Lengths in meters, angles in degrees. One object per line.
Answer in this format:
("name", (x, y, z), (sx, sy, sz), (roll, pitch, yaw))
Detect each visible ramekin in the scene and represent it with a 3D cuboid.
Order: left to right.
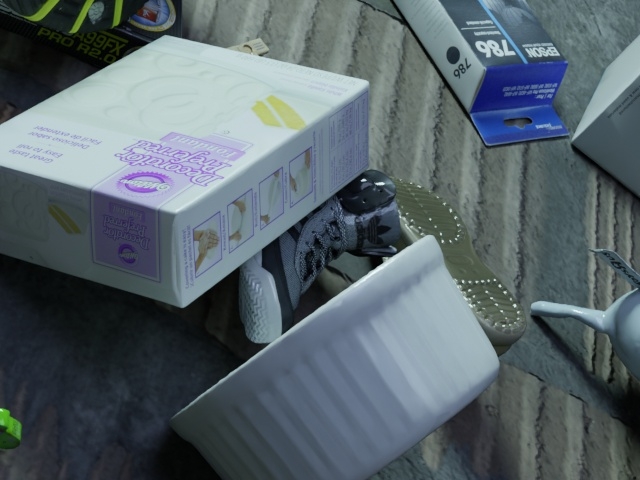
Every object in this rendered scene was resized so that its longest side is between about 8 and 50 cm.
("ramekin", (0.020, 0.128, 1.555), (0.135, 0.277, 0.277), (54, 40, 4))

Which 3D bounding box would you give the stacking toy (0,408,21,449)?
("stacking toy", (-0.329, 0.187, 1.385), (0.221, 0.052, 0.167), (19, 46, -28))

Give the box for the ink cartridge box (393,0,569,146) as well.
("ink cartridge box", (0.185, -0.268, 2.211), (0.165, 0.065, 0.333), (-11, 63, -45))

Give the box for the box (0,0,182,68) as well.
("box", (-0.250, -0.304, 1.887), (0.216, 0.060, 0.270), (20, 44, -24))

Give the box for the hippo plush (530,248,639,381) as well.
("hippo plush", (0.414, 0.138, 1.889), (0.294, 0.234, 0.237), (21, 43, -24))

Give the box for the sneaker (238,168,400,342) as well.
("sneaker", (0.000, 0.000, 1.717), (0.153, 0.101, 0.269), (0, 33, 0))

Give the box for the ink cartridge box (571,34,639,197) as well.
("ink cartridge box", (0.490, -0.142, 2.237), (0.270, 0.197, 0.198), (38, 40, -5))

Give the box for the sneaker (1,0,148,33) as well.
("sneaker", (-0.215, -0.315, 1.798), (0.147, 0.145, 0.384), (30, 33, 19))

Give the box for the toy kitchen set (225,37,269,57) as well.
("toy kitchen set", (-0.062, -0.176, 1.917), (0.083, 0.068, 0.075), (52, 40, 11))

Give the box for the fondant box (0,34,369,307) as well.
("fondant box", (-0.134, -0.074, 1.654), (0.238, 0.096, 0.330), (15, 32, 26))

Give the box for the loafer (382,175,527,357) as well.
("loafer", (0.109, 0.033, 1.854), (0.102, 0.092, 0.268), (11, 32, -35))
